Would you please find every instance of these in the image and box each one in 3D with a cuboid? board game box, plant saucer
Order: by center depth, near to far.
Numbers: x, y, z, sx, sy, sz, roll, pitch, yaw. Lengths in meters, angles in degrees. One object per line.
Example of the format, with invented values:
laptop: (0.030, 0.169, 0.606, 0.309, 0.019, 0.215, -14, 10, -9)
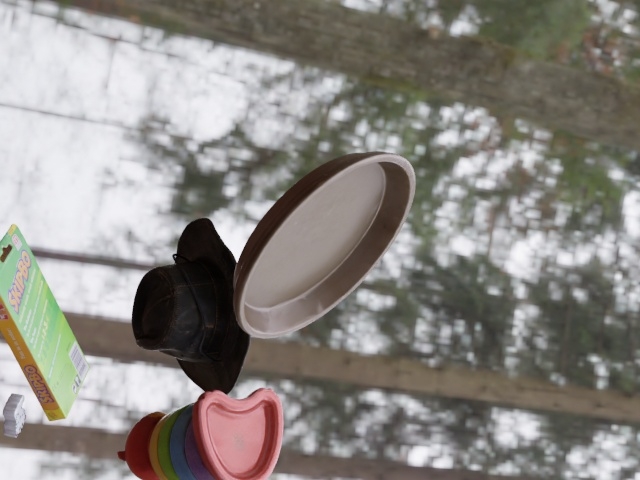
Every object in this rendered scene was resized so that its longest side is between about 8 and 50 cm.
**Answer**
plant saucer: (0.000, 0.000, 1.590, 0.041, 0.278, 0.278, 44, -54, 25)
board game box: (-0.400, 0.113, 1.874, 0.124, 0.039, 0.259, -76, 151, -59)

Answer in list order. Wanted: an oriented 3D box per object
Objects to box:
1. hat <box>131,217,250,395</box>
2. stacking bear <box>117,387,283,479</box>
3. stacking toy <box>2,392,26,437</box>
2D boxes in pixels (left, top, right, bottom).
hat: (-0.240, 0.128, 2.268, 0.331, 0.134, 0.331, 25, -61, 56)
stacking bear: (-0.218, 0.341, 2.240, 0.289, 0.175, 0.164, -14, -102, 46)
stacking toy: (-0.480, 0.257, 1.667, 0.221, 0.167, 0.052, -72, 170, -54)
